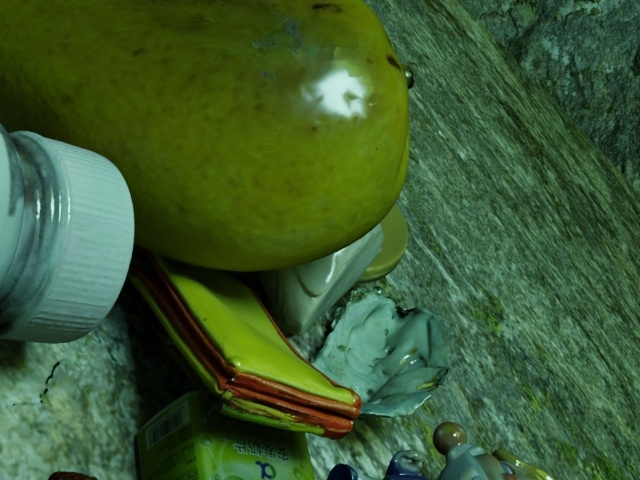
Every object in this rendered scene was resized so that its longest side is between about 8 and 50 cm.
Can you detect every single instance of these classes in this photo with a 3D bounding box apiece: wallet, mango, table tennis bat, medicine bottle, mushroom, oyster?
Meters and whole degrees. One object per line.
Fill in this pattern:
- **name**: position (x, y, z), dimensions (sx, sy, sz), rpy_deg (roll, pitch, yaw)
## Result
- **wallet**: position (-0.075, 0.088, 0.791), dimensions (0.141, 0.067, 0.241), rpy_deg (26, 8, -35)
- **mango**: position (-0.134, -0.135, 0.822), dimensions (0.445, 0.220, 0.301), rpy_deg (15, 68, 5)
- **table tennis bat**: position (0.000, 0.000, 1.084), dimensions (0.198, 0.050, 0.321), rpy_deg (27, 38, -1)
- **medicine bottle**: position (-0.274, -0.018, 0.608), dimensions (0.273, 0.165, 0.165), rpy_deg (16, 45, -48)
- **mushroom**: position (-0.057, -0.091, 1.004), dimensions (0.154, 0.137, 0.407), rpy_deg (-19, 65, -25)
- **oyster**: position (0.062, 0.122, 1.029), dimensions (0.199, 0.087, 0.252), rpy_deg (-1, 22, -19)
- **medicine bottle**: position (-0.064, 0.225, 0.722), dimensions (0.132, 0.088, 0.188), rpy_deg (24, 38, -41)

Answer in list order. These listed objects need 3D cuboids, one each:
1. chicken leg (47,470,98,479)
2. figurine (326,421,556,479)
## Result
- **chicken leg**: position (-0.142, 0.289, 0.558), dimensions (0.177, 0.083, 0.322), rpy_deg (8, 49, -42)
- **figurine**: position (0.133, 0.286, 0.923), dimensions (0.274, 0.133, 0.194), rpy_deg (-5, 44, -48)
